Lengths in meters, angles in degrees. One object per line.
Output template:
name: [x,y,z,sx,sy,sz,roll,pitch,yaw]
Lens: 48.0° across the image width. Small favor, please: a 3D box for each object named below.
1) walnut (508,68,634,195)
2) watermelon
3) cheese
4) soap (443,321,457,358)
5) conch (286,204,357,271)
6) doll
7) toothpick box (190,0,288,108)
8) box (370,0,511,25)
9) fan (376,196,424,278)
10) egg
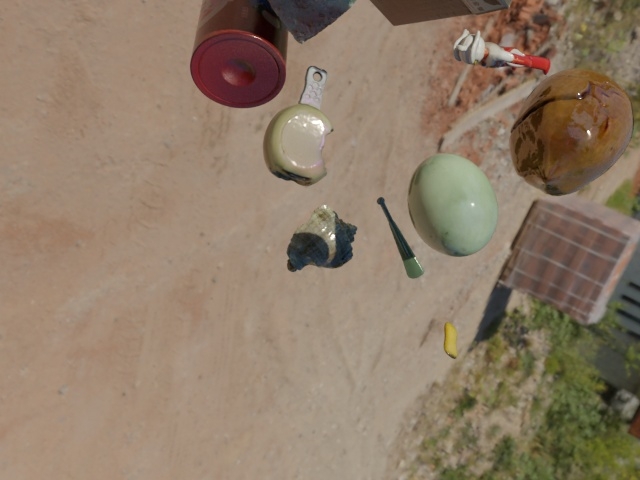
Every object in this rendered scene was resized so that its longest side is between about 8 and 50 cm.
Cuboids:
walnut: [0.443,-0.192,1.273,0.298,0.203,0.203,-53,158,-43]
watermelon: [-0.039,-0.528,1.401,0.201,0.262,0.212,121,-23,-56]
cheese: [-0.035,-0.269,1.655,0.082,0.163,0.286,-18,-127,67]
soap: [0.237,0.182,1.311,0.012,0.034,0.089,-40,-163,30]
conch: [0.000,0.000,1.660,0.207,0.130,0.155,-24,103,-23]
doll: [0.555,-0.578,2.252,0.384,0.188,0.099,2,104,-40]
toothpick box: [-0.169,-0.479,1.591,0.204,0.204,0.333,86,3,-52]
box: [0.224,-0.539,1.511,0.180,0.325,0.047,35,75,-37]
fan: [0.168,-0.006,1.551,0.038,0.193,0.016,-27,-179,17]
egg: [0.226,-0.063,1.239,0.150,0.192,0.149,-14,156,-6]
